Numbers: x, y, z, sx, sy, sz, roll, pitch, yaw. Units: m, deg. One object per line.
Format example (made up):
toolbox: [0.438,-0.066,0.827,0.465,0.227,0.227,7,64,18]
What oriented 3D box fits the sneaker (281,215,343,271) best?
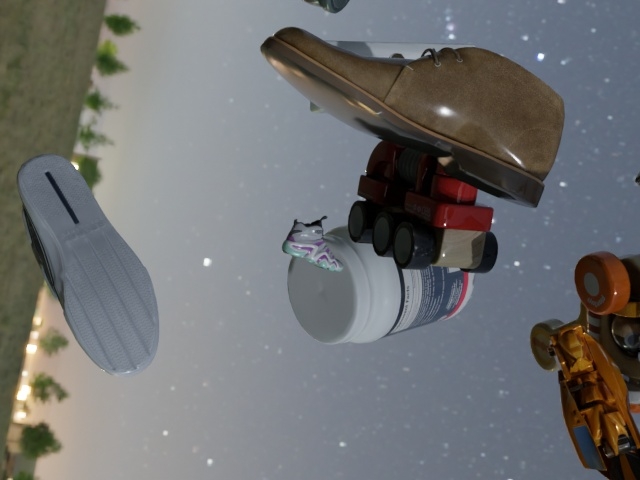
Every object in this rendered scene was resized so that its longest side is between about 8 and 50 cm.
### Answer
sneaker: [0.000,0.000,1.212,0.038,0.098,0.069,15,-97,58]

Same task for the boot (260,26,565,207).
boot: [0.093,-0.143,0.839,0.115,0.305,0.112,-66,-167,1]

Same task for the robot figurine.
robot figurine: [0.343,0.209,0.872,0.085,0.211,0.291,56,16,-64]

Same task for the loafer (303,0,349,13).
loafer: [0.046,-0.472,1.365,0.267,0.084,0.096,-59,155,-18]

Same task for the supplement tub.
supplement tub: [0.102,0.060,1.441,0.191,0.272,0.191,13,-73,48]

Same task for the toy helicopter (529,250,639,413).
toy helicopter: [0.408,0.146,1.264,0.355,0.140,0.234,134,-60,-69]

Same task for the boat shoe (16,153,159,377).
boat shoe: [-0.316,0.039,1.214,0.335,0.121,0.119,63,-24,15]

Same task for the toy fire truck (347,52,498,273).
toy fire truck: [0.119,-0.099,1.096,0.217,0.159,0.246,-147,-116,-66]

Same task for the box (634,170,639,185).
box: [0.650,-0.083,1.342,0.165,0.270,0.143,-54,-173,-23]

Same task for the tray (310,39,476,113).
tray: [0.121,-0.265,1.488,0.030,0.271,0.145,-96,-172,-46]
